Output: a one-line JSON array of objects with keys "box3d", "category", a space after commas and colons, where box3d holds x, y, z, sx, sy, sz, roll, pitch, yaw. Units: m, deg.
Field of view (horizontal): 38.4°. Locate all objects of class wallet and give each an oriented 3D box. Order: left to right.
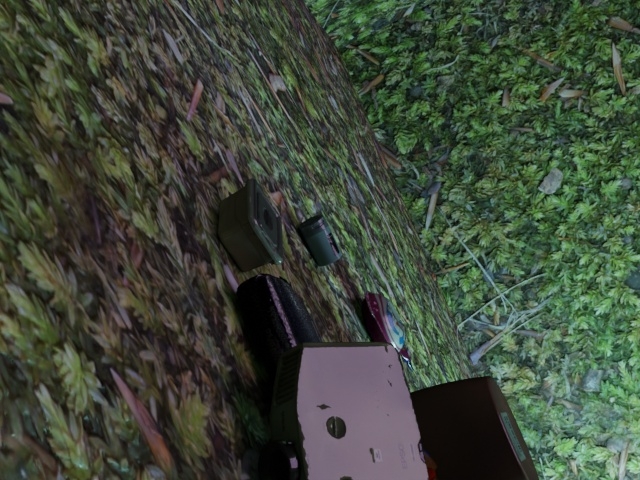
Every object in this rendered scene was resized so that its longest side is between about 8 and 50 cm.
[{"box3d": [-0.025, 0.163, 1.250, 0.220, 0.071, 0.262, 63, 8, 14], "category": "wallet"}]

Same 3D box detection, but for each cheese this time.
[{"box3d": [0.145, 0.190, 1.915, 0.244, 0.062, 0.155, 54, 14, -44], "category": "cheese"}]

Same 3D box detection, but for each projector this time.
[{"box3d": [0.024, 0.252, 1.039, 0.194, 0.088, 0.269, 5, 66, -36], "category": "projector"}]

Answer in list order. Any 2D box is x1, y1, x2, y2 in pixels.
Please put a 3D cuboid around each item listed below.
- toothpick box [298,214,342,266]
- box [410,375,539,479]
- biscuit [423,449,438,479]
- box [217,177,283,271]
[{"box3d": [0.000, 0.000, 1.689, 0.083, 0.052, 0.052, 63, 12, -16], "category": "toothpick box"}, {"box3d": [0.243, 0.376, 1.598, 0.300, 0.216, 0.301, 66, 10, 0], "category": "box"}, {"box3d": [0.142, 0.356, 1.305, 0.205, 0.049, 0.324, 35, 12, -19], "category": "biscuit"}, {"box3d": [-0.098, -0.018, 1.277, 0.089, 0.062, 0.122, 58, 15, -31], "category": "box"}]
